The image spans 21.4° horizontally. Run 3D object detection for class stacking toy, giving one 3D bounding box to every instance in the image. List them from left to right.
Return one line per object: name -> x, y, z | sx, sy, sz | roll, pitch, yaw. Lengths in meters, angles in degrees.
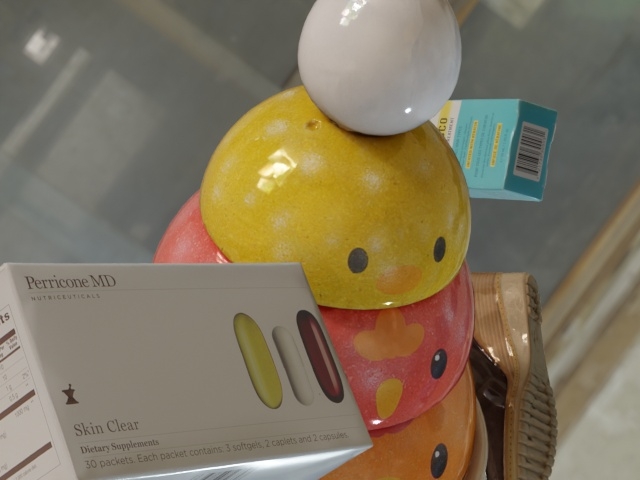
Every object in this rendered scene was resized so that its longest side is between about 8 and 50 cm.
stacking toy -> 0.000, 0.000, 1.306 | 0.351, 0.479, 0.350 | 7, -140, -6

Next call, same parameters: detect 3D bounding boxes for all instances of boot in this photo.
boot -> 0.113, 0.151, 1.603 | 0.207, 0.248, 0.090 | -15, 145, 26

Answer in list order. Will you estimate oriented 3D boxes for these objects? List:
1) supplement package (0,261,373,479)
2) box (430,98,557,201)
supplement package -> -0.138, 0.122, 1.116 | 0.262, 0.204, 0.145 | 0, -119, -48
box -> 0.148, -0.101, 1.852 | 0.060, 0.100, 0.244 | 14, 175, -36
